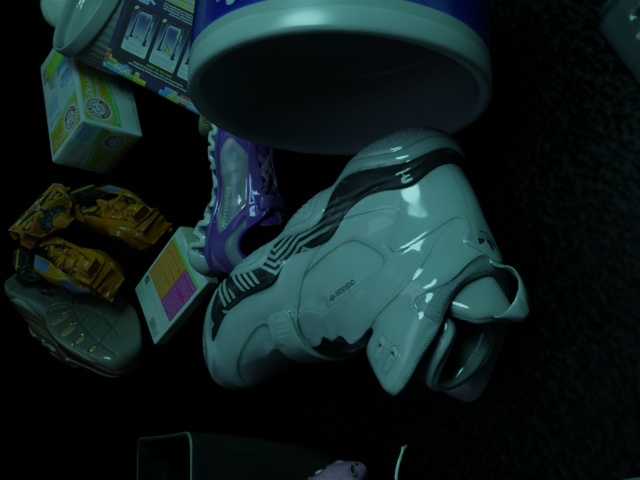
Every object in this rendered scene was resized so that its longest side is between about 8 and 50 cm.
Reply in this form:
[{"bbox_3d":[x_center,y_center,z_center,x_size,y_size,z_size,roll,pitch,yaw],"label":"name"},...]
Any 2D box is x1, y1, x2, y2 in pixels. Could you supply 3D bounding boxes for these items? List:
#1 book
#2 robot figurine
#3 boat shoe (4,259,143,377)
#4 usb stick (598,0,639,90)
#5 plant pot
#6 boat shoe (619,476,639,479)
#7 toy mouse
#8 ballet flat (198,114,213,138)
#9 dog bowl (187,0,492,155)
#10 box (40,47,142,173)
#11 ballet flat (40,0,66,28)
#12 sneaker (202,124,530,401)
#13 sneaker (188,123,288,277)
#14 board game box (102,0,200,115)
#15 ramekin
[{"bbox_3d":[-0.201,0.064,1.002,0.144,0.035,0.096,-46,56,31],"label":"book"},{"bbox_3d":[-0.363,-0.012,1.100,0.291,0.085,0.211,15,59,41],"label":"robot figurine"},{"bbox_3d":[-0.367,0.133,1.117,0.324,0.123,0.116,26,134,43],"label":"boat shoe"},{"bbox_3d":[0.286,-0.082,0.505,0.077,0.045,0.278,-51,50,44],"label":"usb stick"},{"bbox_3d":[-0.077,0.283,0.712,0.188,0.167,0.187,-29,60,57],"label":"plant pot"},{"bbox_3d":[0.153,0.256,0.542,0.306,0.105,0.113,-31,61,38],"label":"boat shoe"},{"bbox_3d":[0.042,0.246,0.658,0.143,0.161,0.031,-48,5,-16],"label":"toy mouse"},{"bbox_3d":[-0.085,-0.195,0.908,0.067,0.073,0.206,48,121,24],"label":"ballet flat"},{"bbox_3d":[0.017,-0.169,0.651,0.265,0.265,0.104,-12,71,44],"label":"dog bowl"},{"bbox_3d":[-0.377,-0.227,1.188,0.114,0.103,0.203,-38,57,36],"label":"box"},{"bbox_3d":[-0.364,-0.536,1.238,0.139,0.139,0.400,40,115,43],"label":"ballet flat"},{"bbox_3d":[0.026,0.082,0.683,0.366,0.137,0.210,-45,50,26],"label":"sneaker"},{"bbox_3d":[-0.080,-0.060,0.864,0.104,0.095,0.236,18,100,40],"label":"sneaker"},{"bbox_3d":[-0.197,-0.267,0.992,0.170,0.048,0.141,29,104,11],"label":"board game box"},{"bbox_3d":[-0.305,-0.351,1.107,0.207,0.109,0.207,-29,48,37],"label":"ramekin"}]
